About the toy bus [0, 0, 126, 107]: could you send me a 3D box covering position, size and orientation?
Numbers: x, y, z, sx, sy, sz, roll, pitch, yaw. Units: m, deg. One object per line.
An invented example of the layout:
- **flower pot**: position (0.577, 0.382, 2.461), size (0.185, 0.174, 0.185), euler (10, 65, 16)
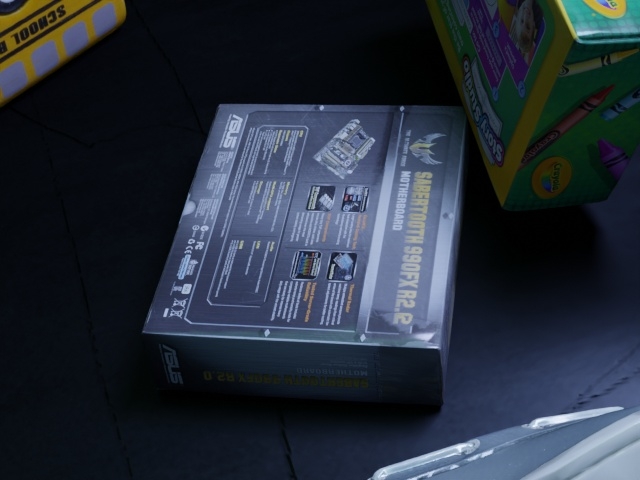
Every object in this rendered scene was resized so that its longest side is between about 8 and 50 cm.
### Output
- **toy bus**: position (-0.314, -0.151, 1.003), size (0.108, 0.130, 0.333), euler (28, 55, 31)

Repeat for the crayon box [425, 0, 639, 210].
- **crayon box**: position (0.137, -0.180, 0.857), size (0.081, 0.165, 0.278), euler (-7, 57, -14)

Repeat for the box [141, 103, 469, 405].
- **box**: position (0.000, 0.000, 0.850), size (0.183, 0.056, 0.231), euler (2, 44, 9)

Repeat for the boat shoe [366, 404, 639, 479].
- **boat shoe**: position (0.066, 0.166, 0.663), size (0.319, 0.116, 0.099), euler (-21, 1, -3)
